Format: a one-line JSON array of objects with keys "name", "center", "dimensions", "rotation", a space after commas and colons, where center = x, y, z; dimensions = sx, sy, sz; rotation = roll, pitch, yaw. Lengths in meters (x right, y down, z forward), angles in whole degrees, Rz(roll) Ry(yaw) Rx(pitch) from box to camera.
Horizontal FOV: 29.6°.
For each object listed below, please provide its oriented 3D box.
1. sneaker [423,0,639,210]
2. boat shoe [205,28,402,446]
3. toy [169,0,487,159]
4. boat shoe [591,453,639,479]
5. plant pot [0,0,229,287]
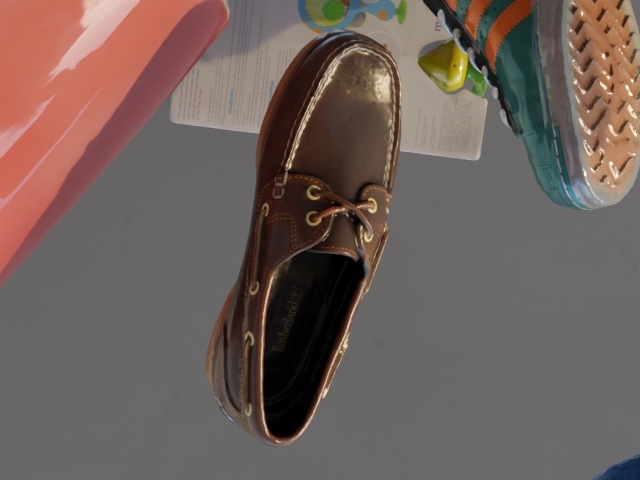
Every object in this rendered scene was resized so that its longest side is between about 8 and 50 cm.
[{"name": "sneaker", "center": [0.135, -0.154, 0.822], "dimensions": [0.121, 0.108, 0.302], "rotation": [-22, -114, 40]}, {"name": "boat shoe", "center": [0.000, 0.000, 0.596], "dimensions": [0.073, 0.073, 0.207], "rotation": [-146, -111, -67]}, {"name": "toy", "center": [0.012, -0.144, 0.926], "dimensions": [0.237, 0.056, 0.137], "rotation": [8, -83, 2]}, {"name": "boat shoe", "center": [0.303, 0.184, 0.786], "dimensions": [0.258, 0.089, 0.109], "rotation": [-7, -149, 6]}, {"name": "plant pot", "center": [-0.201, -0.119, 0.644], "dimensions": [0.243, 0.275, 0.275], "rotation": [-41, -130, -4]}]
